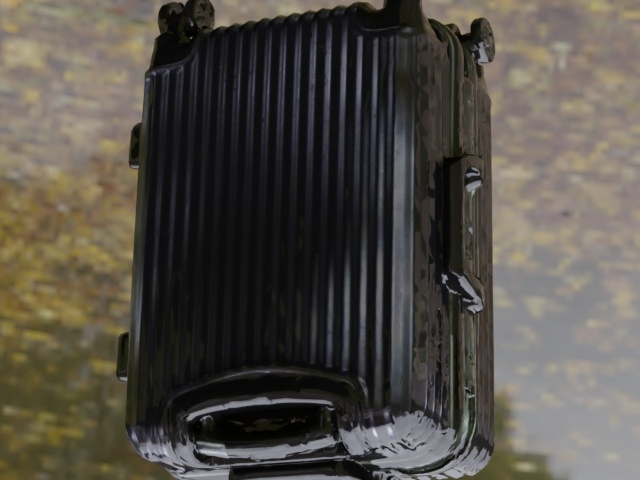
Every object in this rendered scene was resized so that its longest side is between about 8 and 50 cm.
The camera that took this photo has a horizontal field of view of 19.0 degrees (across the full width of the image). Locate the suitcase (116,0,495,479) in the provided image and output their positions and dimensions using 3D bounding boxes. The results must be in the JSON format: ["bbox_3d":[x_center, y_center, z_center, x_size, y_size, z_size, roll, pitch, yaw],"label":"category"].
[{"bbox_3d":[0.000,0.000,0.464,0.086,0.126,0.059,-8,159,25],"label":"suitcase"}]
